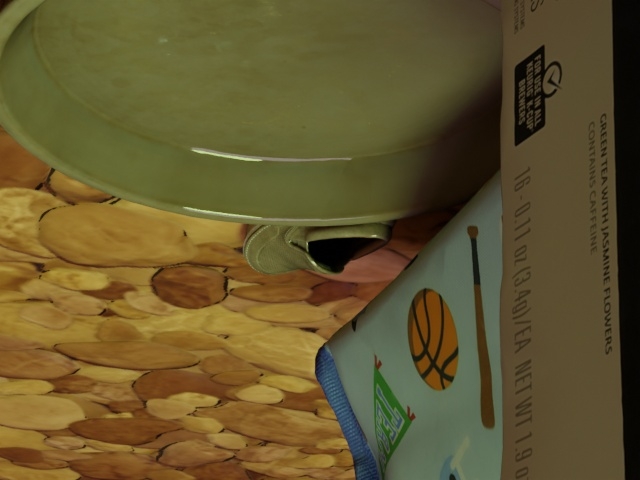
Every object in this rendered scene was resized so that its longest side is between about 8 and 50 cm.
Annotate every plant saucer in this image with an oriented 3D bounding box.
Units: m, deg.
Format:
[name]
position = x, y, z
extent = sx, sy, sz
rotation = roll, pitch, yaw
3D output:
[plant saucer]
position = -0.018, -0.079, 0.866
extent = 0.277, 0.041, 0.278
rotation = 1, 157, 1

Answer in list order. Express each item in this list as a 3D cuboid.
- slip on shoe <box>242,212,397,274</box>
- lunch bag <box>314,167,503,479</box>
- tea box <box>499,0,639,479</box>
[slip on shoe]
position = 0.000, 0.000, 1.041
extent = 0.051, 0.041, 0.135
rotation = 18, 152, -33
[lunch bag]
position = 0.245, 0.075, 0.975
extent = 0.385, 0.239, 0.328
rotation = -6, 161, -26
[tea box]
position = 0.231, -0.026, 0.608
extent = 0.220, 0.329, 0.323
rotation = 14, 152, -26
